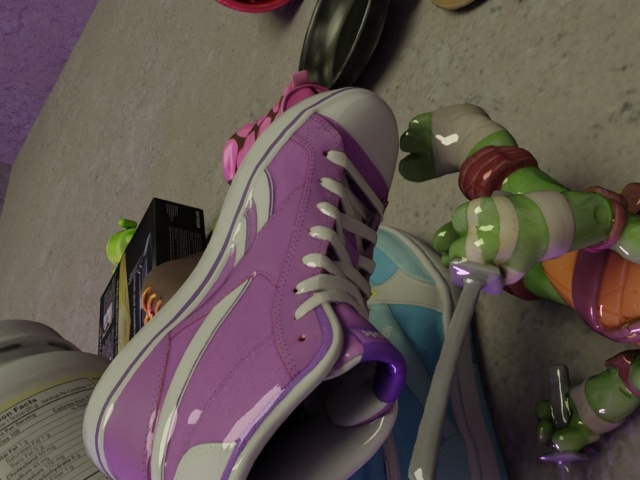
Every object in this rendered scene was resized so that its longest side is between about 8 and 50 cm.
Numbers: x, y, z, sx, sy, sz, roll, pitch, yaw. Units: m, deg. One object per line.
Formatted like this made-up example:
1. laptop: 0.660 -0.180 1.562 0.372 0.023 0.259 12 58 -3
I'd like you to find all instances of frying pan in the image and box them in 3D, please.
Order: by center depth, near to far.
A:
1. frying pan: 0.010 -0.274 0.932 0.197 0.053 0.326 -68 21 15

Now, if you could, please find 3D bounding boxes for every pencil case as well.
1. pencil case: -0.047 -0.115 0.872 0.209 0.095 0.098 -21 97 60

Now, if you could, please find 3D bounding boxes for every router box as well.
1. router box: -0.233 0.135 1.034 0.243 0.081 0.309 -52 36 38

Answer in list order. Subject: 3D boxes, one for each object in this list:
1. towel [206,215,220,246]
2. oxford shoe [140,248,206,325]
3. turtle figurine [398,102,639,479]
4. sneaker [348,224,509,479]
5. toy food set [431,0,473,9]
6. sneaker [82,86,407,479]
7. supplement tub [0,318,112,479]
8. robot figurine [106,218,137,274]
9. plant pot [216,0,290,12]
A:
1. towel: -0.117 0.052 0.978 0.102 0.021 0.237 -58 32 22
2. oxford shoe: -0.108 0.087 0.701 0.364 0.132 0.130 -90 3 -80
3. turtle figurine: 0.111 0.040 0.437 0.275 0.197 0.266 -58 29 13
4. sneaker: 0.010 0.086 0.561 0.127 0.208 0.319 -52 34 32
5. toy food set: 0.151 -0.289 0.735 0.192 0.038 0.133 26 103 55
6. sneaker: 0.007 0.025 0.409 0.161 0.102 0.282 1 55 49
7. supplement tub: -0.180 0.231 0.554 0.324 0.235 0.235 36 106 27
8. robot figurine: -0.330 0.014 1.302 0.115 0.067 0.101 -7 79 58
9. plant pot: -0.116 -0.441 1.103 0.191 0.191 0.174 -62 28 13
